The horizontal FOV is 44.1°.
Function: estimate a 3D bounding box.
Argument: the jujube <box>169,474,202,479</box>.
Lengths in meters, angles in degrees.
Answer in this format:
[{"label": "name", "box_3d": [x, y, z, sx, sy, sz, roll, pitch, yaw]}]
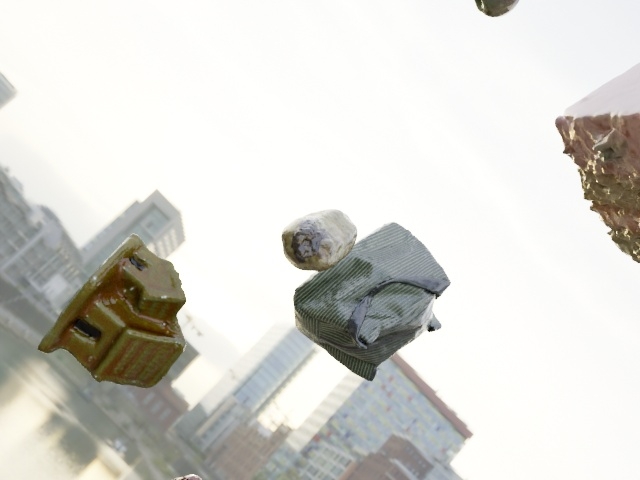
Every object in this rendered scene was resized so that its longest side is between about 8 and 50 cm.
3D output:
[{"label": "jujube", "box_3d": [-0.273, 0.498, 1.544, 0.077, 0.077, 0.129, 47, -55, -7]}]

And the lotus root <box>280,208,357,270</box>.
[{"label": "lotus root", "box_3d": [0.000, 0.000, 1.453, 0.110, 0.097, 0.258, 47, 24, 9]}]

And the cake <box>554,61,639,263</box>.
[{"label": "cake", "box_3d": [0.588, -0.133, 1.253, 0.307, 0.293, 0.314, 57, -11, -14]}]

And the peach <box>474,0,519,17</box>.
[{"label": "peach", "box_3d": [0.302, -0.423, 1.349, 0.083, 0.083, 0.083, 40, -17, 15]}]

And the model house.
[{"label": "model house", "box_3d": [-0.376, 0.159, 1.580, 0.239, 0.268, 0.173, 38, 8, -1]}]

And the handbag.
[{"label": "handbag", "box_3d": [0.122, 0.139, 1.773, 0.240, 0.340, 0.247, 45, -25, 28]}]
